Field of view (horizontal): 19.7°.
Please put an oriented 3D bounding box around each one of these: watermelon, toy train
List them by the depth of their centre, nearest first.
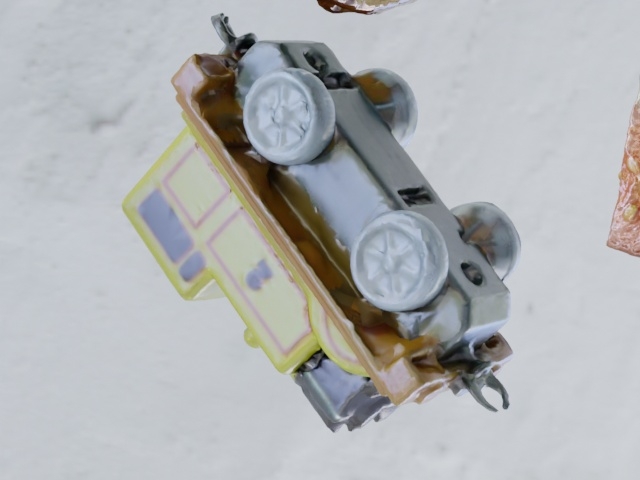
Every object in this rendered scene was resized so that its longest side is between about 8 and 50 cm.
[{"bbox_3d":[0.000,0.000,0.806,0.219,0.127,0.089,54,-151,16],"label":"toy train"},{"bbox_3d":[0.202,-0.015,1.015,0.094,0.135,0.125,-26,-38,-14],"label":"watermelon"}]

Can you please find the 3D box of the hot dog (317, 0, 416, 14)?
[{"bbox_3d":[0.012,-0.203,0.770,0.175,0.114,0.259,55,-166,-26],"label":"hot dog"}]
